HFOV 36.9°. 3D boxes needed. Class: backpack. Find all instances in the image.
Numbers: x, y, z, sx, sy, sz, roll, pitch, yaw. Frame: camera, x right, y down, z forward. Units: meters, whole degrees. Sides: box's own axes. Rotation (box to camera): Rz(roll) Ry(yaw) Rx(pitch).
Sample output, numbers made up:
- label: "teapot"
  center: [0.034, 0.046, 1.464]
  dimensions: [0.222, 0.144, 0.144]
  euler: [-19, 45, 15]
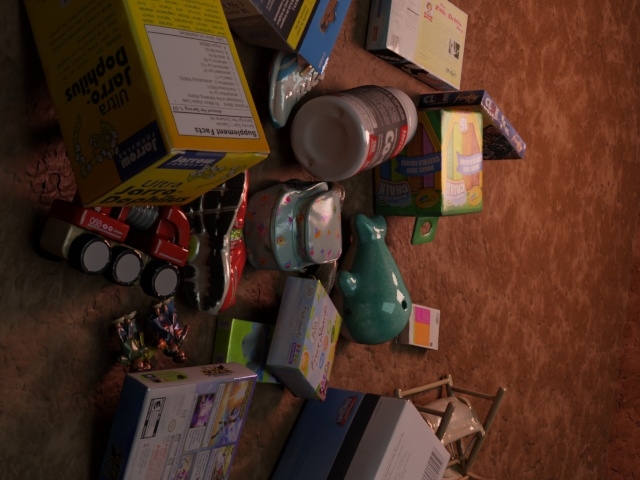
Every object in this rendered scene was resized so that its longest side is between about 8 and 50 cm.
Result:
- label: "backpack"
  center: [-0.051, -0.024, 1.755]
  dimensions: [0.188, 0.144, 0.165]
  euler: [-15, 109, -48]

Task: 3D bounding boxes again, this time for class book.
- label: "book"
  center: [0.231, 0.199, 2.221]
  dimensions: [0.144, 0.035, 0.096]
  euler: [18, 74, -52]

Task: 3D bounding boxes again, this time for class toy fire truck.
- label: "toy fire truck"
  center: [-0.297, -0.062, 1.449]
  dimensions: [0.217, 0.159, 0.246]
  euler: [27, 81, -49]

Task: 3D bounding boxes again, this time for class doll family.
- label: "doll family"
  center: [-0.266, 0.160, 1.535]
  dimensions: [0.193, 0.076, 0.111]
  euler: [-21, 94, -48]

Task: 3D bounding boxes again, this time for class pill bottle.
- label: "pill bottle"
  center: [0.076, -0.218, 1.875]
  dimensions: [0.283, 0.161, 0.161]
  euler: [-28, 114, -58]

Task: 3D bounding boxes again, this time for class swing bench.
- label: "swing bench"
  center: [0.287, 0.460, 2.207]
  dimensions: [0.253, 0.165, 0.254]
  euler: [-2, 99, -53]

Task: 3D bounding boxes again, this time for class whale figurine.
- label: "whale figurine"
  center: [0.116, 0.079, 1.974]
  dimensions: [0.216, 0.141, 0.272]
  euler: [5, 87, -52]

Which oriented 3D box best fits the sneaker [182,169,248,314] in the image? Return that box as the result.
- label: "sneaker"
  center: [-0.173, -0.011, 1.653]
  dimensions: [0.118, 0.107, 0.279]
  euler: [20, 78, -70]

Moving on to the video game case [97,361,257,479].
- label: "video game case"
  center: [-0.235, 0.335, 1.539]
  dimensions: [0.244, 0.061, 0.269]
  euler: [3, 107, -52]

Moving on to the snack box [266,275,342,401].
- label: "snack box"
  center: [-0.026, 0.187, 1.792]
  dimensions: [0.207, 0.070, 0.174]
  euler: [59, 39, -61]

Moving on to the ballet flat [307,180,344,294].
- label: "ballet flat"
  center: [0.000, 0.000, 1.883]
  dimensions: [0.058, 0.084, 0.249]
  euler: [12, 81, -27]

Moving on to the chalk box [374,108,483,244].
- label: "chalk box"
  center: [0.236, -0.136, 2.088]
  dimensions: [0.180, 0.179, 0.288]
  euler: [-9, 99, -52]

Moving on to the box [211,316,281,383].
- label: "box"
  center: [-0.122, 0.203, 1.753]
  dimensions: [0.178, 0.042, 0.109]
  euler: [16, 80, -51]

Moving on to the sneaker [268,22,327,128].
- label: "sneaker"
  center: [-0.040, -0.310, 1.771]
  dimensions: [0.087, 0.092, 0.228]
  euler: [107, 0, -74]

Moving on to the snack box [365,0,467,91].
- label: "snack box"
  center: [0.222, -0.468, 2.149]
  dimensions: [0.322, 0.060, 0.187]
  euler: [16, 80, -52]

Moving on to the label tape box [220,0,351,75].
- label: "label tape box"
  center: [-0.090, -0.479, 1.699]
  dimensions: [0.334, 0.106, 0.240]
  euler: [43, 58, -42]

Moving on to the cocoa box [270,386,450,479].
- label: "cocoa box"
  center: [0.057, 0.491, 1.848]
  dimensions: [0.231, 0.228, 0.347]
  euler: [53, 52, -40]

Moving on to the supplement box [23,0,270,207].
- label: "supplement box"
  center: [-0.249, -0.244, 1.346]
  dimensions: [0.194, 0.195, 0.356]
  euler: [-4, 72, -52]

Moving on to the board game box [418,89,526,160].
- label: "board game box"
  center: [0.358, -0.266, 2.253]
  dimensions: [0.243, 0.165, 0.042]
  euler: [40, 61, -47]
